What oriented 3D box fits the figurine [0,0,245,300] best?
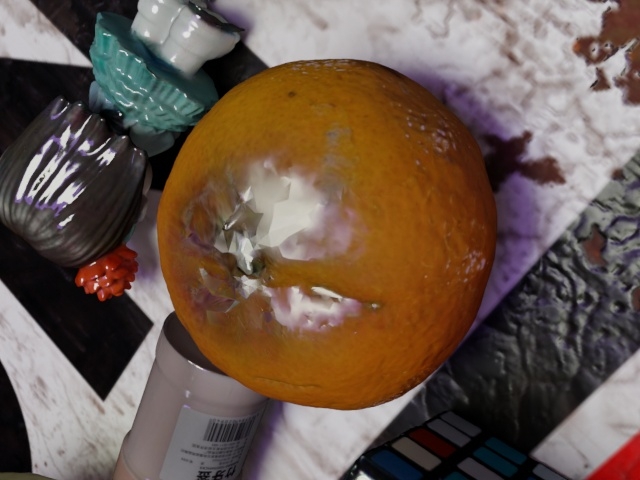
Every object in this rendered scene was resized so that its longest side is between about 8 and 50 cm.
[{"bbox_3d":[-0.151,-0.078,0.655,0.138,0.110,0.245,43,110,13],"label":"figurine"}]

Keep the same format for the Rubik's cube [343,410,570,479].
[{"bbox_3d":[0.087,0.232,0.509,0.187,0.182,0.184,28,100,22],"label":"Rubik's cube"}]

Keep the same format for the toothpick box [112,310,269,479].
[{"bbox_3d":[-0.095,0.138,0.666,0.098,0.098,0.148,31,114,23],"label":"toothpick box"}]

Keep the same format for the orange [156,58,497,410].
[{"bbox_3d":[0.000,0.000,0.539,0.224,0.170,0.223,7,103,32],"label":"orange"}]

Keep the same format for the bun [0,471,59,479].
[{"bbox_3d":[-0.210,0.322,0.696,0.365,0.219,0.365,20,144,15],"label":"bun"}]
